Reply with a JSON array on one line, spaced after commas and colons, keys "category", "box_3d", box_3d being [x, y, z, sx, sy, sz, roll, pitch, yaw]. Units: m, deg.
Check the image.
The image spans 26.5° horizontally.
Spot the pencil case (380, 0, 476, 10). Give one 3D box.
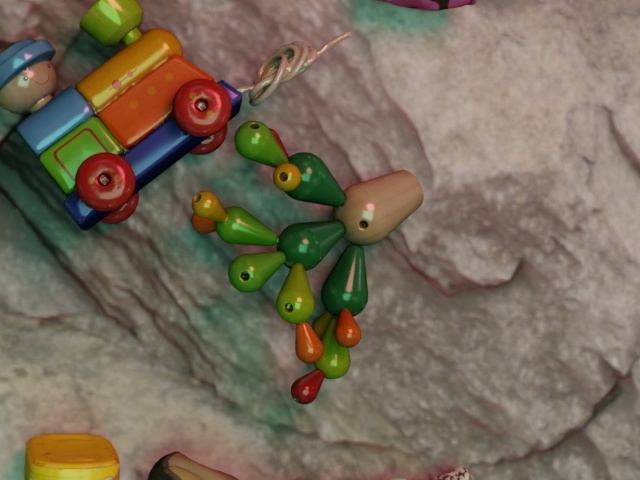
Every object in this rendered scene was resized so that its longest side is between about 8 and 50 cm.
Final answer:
[{"category": "pencil case", "box_3d": [0.077, -0.283, 1.043, 0.098, 0.095, 0.209, -7, 97, -49]}]

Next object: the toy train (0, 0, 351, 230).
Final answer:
[{"category": "toy train", "box_3d": [-0.117, -0.133, 1.010, 0.248, 0.105, 0.143, -39, 90, -8]}]

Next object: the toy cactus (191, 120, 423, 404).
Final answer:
[{"category": "toy cactus", "box_3d": [0.000, 0.000, 1.060, 0.180, 0.112, 0.219, -29, 100, -29]}]

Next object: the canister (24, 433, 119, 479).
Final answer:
[{"category": "canister", "box_3d": [-0.188, 0.238, 1.009, 0.073, 0.126, 0.170, 2, 93, -14]}]

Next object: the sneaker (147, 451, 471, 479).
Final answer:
[{"category": "sneaker", "box_3d": [0.052, 0.253, 1.092, 0.410, 0.158, 0.182, 31, 56, -13]}]
